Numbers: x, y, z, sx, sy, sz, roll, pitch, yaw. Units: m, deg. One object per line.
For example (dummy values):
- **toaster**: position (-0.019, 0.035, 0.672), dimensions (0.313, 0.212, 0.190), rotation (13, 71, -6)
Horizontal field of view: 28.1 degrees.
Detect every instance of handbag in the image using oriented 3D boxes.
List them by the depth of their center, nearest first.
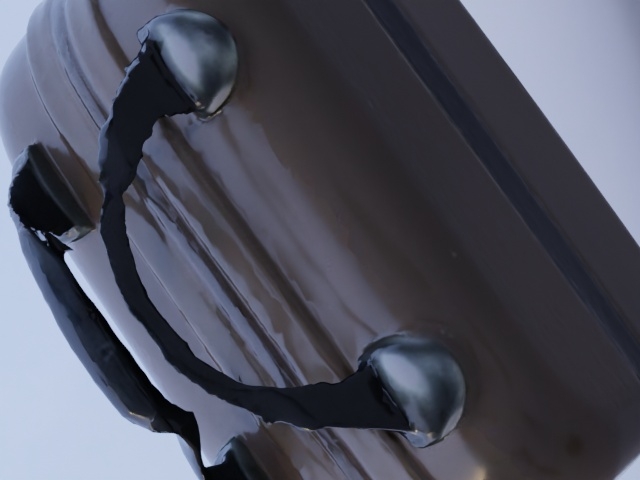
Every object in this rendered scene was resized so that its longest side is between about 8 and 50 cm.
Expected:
- **handbag**: position (0.000, 0.000, 0.512), dimensions (0.302, 0.149, 0.283), rotation (57, -148, 5)
